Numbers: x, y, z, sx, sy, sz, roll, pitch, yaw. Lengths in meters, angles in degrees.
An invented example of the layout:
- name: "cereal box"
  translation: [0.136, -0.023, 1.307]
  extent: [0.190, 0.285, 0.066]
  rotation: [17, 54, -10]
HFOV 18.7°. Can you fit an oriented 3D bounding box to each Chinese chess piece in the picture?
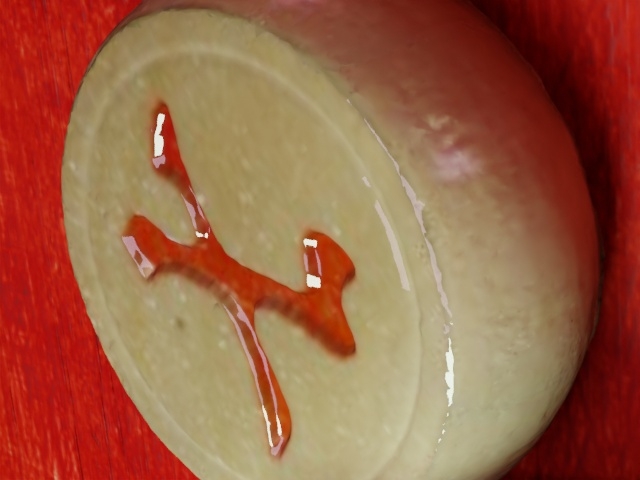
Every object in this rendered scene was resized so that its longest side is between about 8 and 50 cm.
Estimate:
- name: "Chinese chess piece"
  translation: [0.000, 0.000, 1.104]
  extent: [0.338, 0.140, 0.338]
  rotation: [24, 125, 39]
